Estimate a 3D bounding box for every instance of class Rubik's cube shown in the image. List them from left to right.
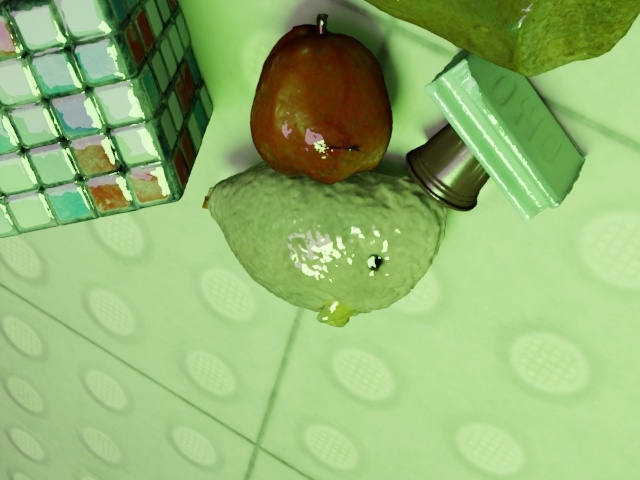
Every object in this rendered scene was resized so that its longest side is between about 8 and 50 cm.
[{"bbox_3d":[-0.331,-0.209,1.108,0.287,0.293,0.292,-11,120,9],"label":"Rubik's cube"}]

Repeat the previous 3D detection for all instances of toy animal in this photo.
[{"bbox_3d":[-0.006,-0.001,1.186,0.358,0.188,0.226,15,125,25],"label":"toy animal"}]

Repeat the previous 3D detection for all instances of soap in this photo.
[{"bbox_3d":[0.217,-0.134,0.981,0.198,0.114,0.063,50,135,-11],"label":"soap"}]

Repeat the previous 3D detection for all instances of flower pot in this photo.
[{"bbox_3d":[0.174,-0.104,1.049,0.111,0.111,0.089,39,124,2],"label":"flower pot"}]

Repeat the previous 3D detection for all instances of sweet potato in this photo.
[{"bbox_3d":[0.150,-0.285,0.891,0.370,0.158,0.157,29,136,22],"label":"sweet potato"}]

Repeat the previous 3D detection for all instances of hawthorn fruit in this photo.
[{"bbox_3d":[0.005,-0.177,1.053,0.185,0.185,0.202,10,112,28],"label":"hawthorn fruit"}]
